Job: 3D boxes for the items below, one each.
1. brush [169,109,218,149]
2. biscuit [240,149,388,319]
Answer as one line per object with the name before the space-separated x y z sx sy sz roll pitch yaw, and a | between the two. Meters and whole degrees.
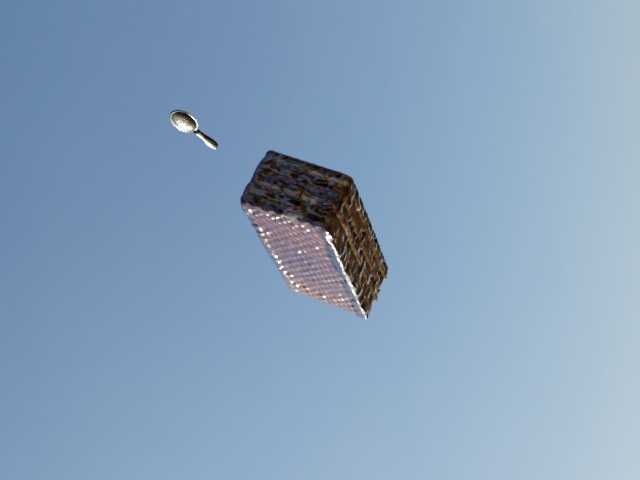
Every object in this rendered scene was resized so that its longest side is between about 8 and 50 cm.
brush | -0.135 -0.118 1.114 0.083 0.024 0.008 39 -149 -53
biscuit | 0.000 0.000 1.124 0.070 0.106 0.252 -63 -22 -18
